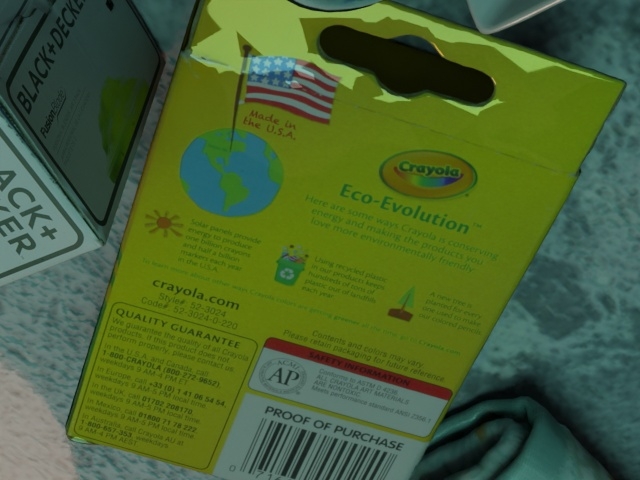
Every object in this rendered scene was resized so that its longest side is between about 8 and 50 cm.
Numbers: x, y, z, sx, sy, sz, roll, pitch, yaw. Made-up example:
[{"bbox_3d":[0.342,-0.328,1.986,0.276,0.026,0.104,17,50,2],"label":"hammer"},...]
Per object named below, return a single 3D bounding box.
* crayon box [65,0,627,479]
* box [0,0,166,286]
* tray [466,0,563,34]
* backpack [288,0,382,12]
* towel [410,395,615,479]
[{"bbox_3d":[0.000,0.000,0.664,0.202,0.081,0.318,18,126,-9],"label":"crayon box"},{"bbox_3d":[-0.229,-0.028,0.605,0.290,0.169,0.087,-21,122,17],"label":"box"},{"bbox_3d":[0.132,-0.186,0.448,0.270,0.030,0.145,-20,89,53],"label":"tray"},{"bbox_3d":[0.051,-0.199,0.318,0.225,0.191,0.253,-25,130,-30],"label":"backpack"},{"bbox_3d":[0.083,0.288,0.871,0.374,0.090,0.320,-32,121,24],"label":"towel"}]
